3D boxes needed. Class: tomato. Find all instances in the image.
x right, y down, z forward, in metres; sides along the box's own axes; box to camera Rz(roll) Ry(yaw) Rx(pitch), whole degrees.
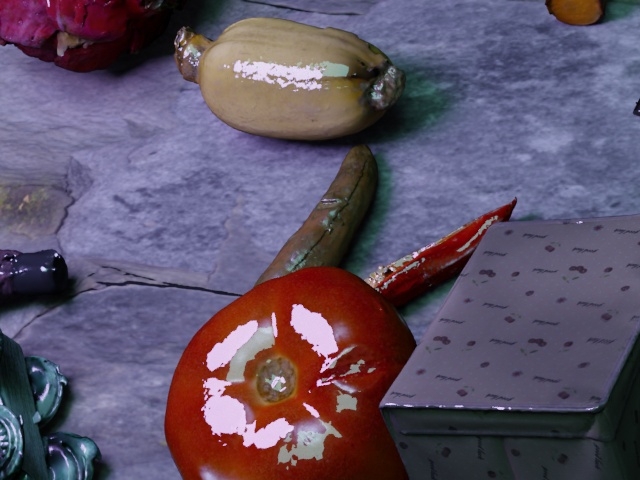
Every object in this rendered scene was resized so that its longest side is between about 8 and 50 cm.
[{"bbox_3d":[-0.015,0.180,1.564,0.298,0.226,0.298,-10,64,22],"label":"tomato"}]

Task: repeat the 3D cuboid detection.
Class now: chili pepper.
[{"bbox_3d":[0.112,0.032,1.709,0.268,0.059,0.050,-29,94,0],"label":"chili pepper"}]

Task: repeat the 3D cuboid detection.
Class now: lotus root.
[{"bbox_3d":[-0.037,-0.193,1.839,0.303,0.131,0.146,11,44,25],"label":"lotus root"}]

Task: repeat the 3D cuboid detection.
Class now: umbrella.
[{"bbox_3d":[-0.461,0.044,1.889,0.326,0.090,0.094,-5,58,18],"label":"umbrella"}]

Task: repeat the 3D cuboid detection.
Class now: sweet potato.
[{"bbox_3d":[0.000,0.000,1.754,0.075,0.075,0.273,21,69,29],"label":"sweet potato"}]

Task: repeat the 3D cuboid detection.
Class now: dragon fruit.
[{"bbox_3d":[-0.306,-0.375,1.937,0.329,0.329,0.329,-9,60,16],"label":"dragon fruit"}]

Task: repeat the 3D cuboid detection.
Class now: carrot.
[{"bbox_3d":[0.328,-0.360,1.834,0.072,0.072,0.205,7,63,24],"label":"carrot"}]

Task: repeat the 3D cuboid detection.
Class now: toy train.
[{"bbox_3d":[-0.398,0.235,1.726,0.238,0.167,0.299,-35,54,11],"label":"toy train"}]

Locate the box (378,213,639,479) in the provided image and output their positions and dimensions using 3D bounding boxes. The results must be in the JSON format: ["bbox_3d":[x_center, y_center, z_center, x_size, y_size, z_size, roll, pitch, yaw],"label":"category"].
[{"bbox_3d":[0.228,0.133,1.439,0.225,0.190,0.297,-2,33,32],"label":"box"}]

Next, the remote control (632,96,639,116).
[{"bbox_3d":[0.388,-0.180,1.740,0.034,0.016,0.091,22,72,24],"label":"remote control"}]
